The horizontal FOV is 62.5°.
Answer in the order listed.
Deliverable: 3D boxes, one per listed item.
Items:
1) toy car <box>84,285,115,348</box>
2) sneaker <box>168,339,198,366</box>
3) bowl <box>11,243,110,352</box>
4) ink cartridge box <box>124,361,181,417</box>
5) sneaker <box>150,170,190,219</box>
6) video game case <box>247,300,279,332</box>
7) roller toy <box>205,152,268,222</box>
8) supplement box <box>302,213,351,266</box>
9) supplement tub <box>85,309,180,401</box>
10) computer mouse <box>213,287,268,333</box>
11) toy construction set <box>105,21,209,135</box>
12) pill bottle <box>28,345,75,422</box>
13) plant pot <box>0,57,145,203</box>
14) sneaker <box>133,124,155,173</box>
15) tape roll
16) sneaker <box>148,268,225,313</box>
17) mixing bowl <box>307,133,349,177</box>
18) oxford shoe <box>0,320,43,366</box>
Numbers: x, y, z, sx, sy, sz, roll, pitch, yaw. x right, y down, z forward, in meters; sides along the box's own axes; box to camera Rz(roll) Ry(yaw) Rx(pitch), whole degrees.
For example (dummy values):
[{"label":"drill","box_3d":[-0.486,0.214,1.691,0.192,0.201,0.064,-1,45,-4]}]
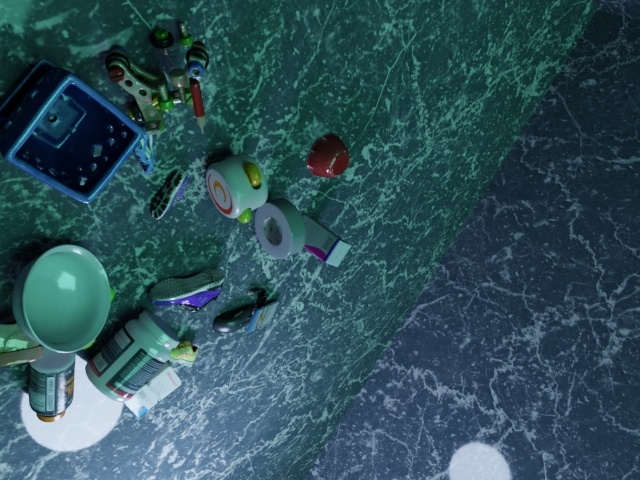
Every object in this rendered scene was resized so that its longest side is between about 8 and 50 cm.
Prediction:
[{"label":"toy car","box_3d":[-0.737,0.236,1.661,0.225,0.053,0.239,-45,145,-10]},{"label":"sneaker","box_3d":[-0.547,0.421,2.036,0.094,0.081,0.208,-57,153,-7]},{"label":"bowl","box_3d":[-0.743,0.162,1.468,0.298,0.134,0.297,-4,90,-70]},{"label":"ink cartridge box","box_3d":[-0.653,0.553,2.009,0.203,0.086,0.148,-37,143,-23]},{"label":"sneaker","box_3d":[-0.462,-0.134,1.648,0.170,0.068,0.071,-54,151,0]},{"label":"video game case","box_3d":[-0.248,0.330,2.299,0.166,0.015,0.119,-16,136,-64]},{"label":"roller toy","box_3d":[-0.267,-0.183,1.717,0.146,0.191,0.209,-29,141,-31]},{"label":"supplement box","box_3d":[0.000,0.000,2.167,0.111,0.220,0.114,-57,147,6]},{"label":"supplement tub","box_3d":[-0.636,0.391,1.794,0.272,0.191,0.191,-46,145,-9]},{"label":"computer mouse","box_3d":[-0.318,0.299,2.199,0.262,0.060,0.184,-13,130,-44]},{"label":"toy construction set","box_3d":[-0.381,-0.364,1.356,0.258,0.309,0.237,-26,143,-22]},{"label":"pill bottle","box_3d":[-0.847,0.458,1.662,0.130,0.130,0.245,-13,130,-43]},{"label":"plant pot","box_3d":[-0.604,-0.265,1.236,0.236,0.212,0.236,-52,146,-2]},{"label":"sneaker","box_3d":[-0.508,-0.256,1.500,0.059,0.053,0.144,-23,127,-37]},{"label":"tape roll","box_3d":[-0.151,-0.044,1.953,0.072,0.219,0.219,-21,135,-39]},{"label":"sneaker","box_3d":[-0.477,0.208,1.897,0.293,0.102,0.146,-13,130,-43]},{"label":"mixing bowl","box_3d":[0.048,-0.314,2.054,0.181,0.098,0.181,-31,141,-29]},{"label":"oxford shoe","box_3d":[-0.958,0.267,1.401,0.397,0.141,0.146,1,88,-45]}]
